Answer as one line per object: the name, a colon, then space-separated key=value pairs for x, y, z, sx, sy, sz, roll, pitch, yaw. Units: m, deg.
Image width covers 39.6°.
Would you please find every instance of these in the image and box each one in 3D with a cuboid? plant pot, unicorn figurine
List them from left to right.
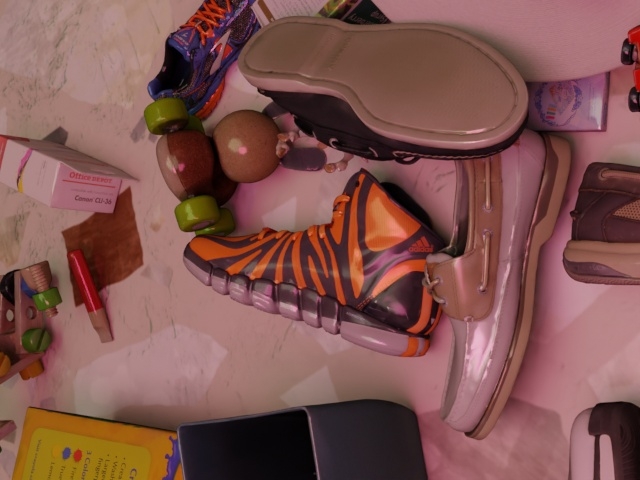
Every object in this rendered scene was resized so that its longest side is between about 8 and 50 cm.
unicorn figurine: x=-0.002 y=-0.135 z=1.014 sx=0.161 sy=0.111 sz=0.060 roll=31 pitch=140 yaw=10
plant pot: x=0.005 y=0.246 z=0.900 sx=0.165 sy=0.234 sz=0.166 roll=-15 pitch=79 yaw=35

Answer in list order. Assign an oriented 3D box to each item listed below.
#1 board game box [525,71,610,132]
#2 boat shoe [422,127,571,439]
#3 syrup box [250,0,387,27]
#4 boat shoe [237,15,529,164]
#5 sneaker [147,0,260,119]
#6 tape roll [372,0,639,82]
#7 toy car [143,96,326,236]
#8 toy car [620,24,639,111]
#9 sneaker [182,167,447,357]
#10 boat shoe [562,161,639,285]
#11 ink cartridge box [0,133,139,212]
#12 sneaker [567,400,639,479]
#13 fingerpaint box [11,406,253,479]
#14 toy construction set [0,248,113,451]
board game box: x=0.238 y=-0.152 z=0.875 sx=0.090 sy=0.020 sz=0.090 roll=5 pitch=91 yaw=35
boat shoe: x=0.150 y=0.036 z=0.860 sx=0.103 sy=0.113 sz=0.303 roll=14 pitch=88 yaw=-6
syrup box: x=0.043 y=-0.298 z=0.973 sx=0.237 sy=0.093 sz=0.096 roll=-43 pitch=66 yaw=27
boat shoe: x=0.063 y=-0.130 z=0.861 sx=0.340 sy=0.113 sz=0.127 roll=17 pitch=66 yaw=39
sneaker: x=-0.143 y=-0.249 z=1.110 sx=0.083 sy=0.087 sz=0.221 roll=39 pitch=111 yaw=29
tape roll: x=0.176 y=-0.323 z=0.745 sx=0.391 sy=0.072 sz=0.392 roll=19 pitch=132 yaw=22
toy car: x=-0.093 y=-0.106 z=1.073 sx=0.188 sy=0.149 sz=0.155 roll=-20 pitch=80 yaw=4
toy car: x=0.274 y=-0.220 z=0.669 sx=0.239 sy=0.053 sz=0.225 roll=45 pitch=136 yaw=-6
sneaker: x=0.000 y=0.000 z=0.995 sx=0.321 sy=0.124 sz=0.180 roll=17 pitch=94 yaw=24
boat shoe: x=0.365 y=-0.027 z=0.713 sx=0.355 sy=0.132 sz=0.130 roll=-2 pitch=88 yaw=34
ink cartridge box: x=-0.362 y=-0.089 z=1.246 sx=0.198 sy=0.115 sz=0.067 roll=22 pitch=101 yaw=35
sneaker: x=0.180 y=0.361 z=0.812 sx=0.257 sy=0.169 sz=0.448 roll=2 pitch=92 yaw=34
fingerpaint box: x=-0.223 y=0.447 z=1.051 sx=0.371 sy=0.163 sz=0.445 roll=-1 pitch=74 yaw=36
toy construction set: x=-0.443 y=0.171 z=1.273 sx=0.308 sy=0.257 sz=0.237 roll=-19 pitch=96 yaw=11
